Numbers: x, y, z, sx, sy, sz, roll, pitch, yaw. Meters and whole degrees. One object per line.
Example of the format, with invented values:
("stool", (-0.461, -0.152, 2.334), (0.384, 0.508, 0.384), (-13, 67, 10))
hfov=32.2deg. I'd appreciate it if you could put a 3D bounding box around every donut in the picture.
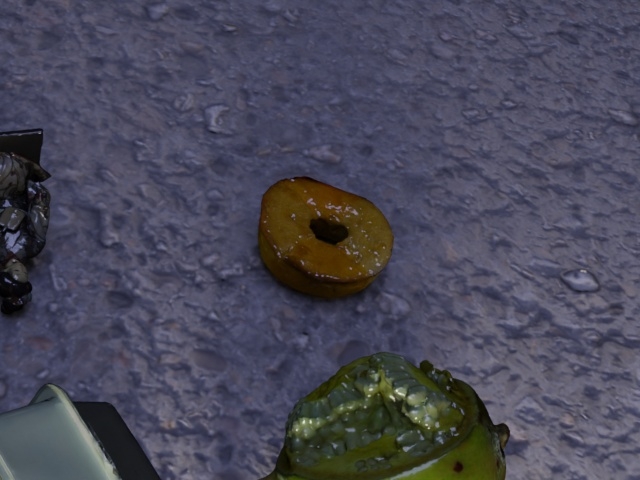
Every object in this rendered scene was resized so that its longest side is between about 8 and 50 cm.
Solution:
("donut", (0.000, 0.002, 1.502), (0.190, 0.074, 0.174), (6, 48, -17))

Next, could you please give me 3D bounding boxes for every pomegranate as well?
("pomegranate", (0.044, 0.263, 1.197), (0.341, 0.260, 0.260), (-26, 57, 3))

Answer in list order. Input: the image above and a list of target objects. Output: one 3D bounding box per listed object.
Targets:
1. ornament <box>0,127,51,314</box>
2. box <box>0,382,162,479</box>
("ornament", (-0.392, -0.011, 1.359), (0.166, 0.153, 0.196), (-10, 64, -23))
("box", (-0.246, 0.303, 1.077), (0.166, 0.220, 0.290), (-5, 50, -49))
